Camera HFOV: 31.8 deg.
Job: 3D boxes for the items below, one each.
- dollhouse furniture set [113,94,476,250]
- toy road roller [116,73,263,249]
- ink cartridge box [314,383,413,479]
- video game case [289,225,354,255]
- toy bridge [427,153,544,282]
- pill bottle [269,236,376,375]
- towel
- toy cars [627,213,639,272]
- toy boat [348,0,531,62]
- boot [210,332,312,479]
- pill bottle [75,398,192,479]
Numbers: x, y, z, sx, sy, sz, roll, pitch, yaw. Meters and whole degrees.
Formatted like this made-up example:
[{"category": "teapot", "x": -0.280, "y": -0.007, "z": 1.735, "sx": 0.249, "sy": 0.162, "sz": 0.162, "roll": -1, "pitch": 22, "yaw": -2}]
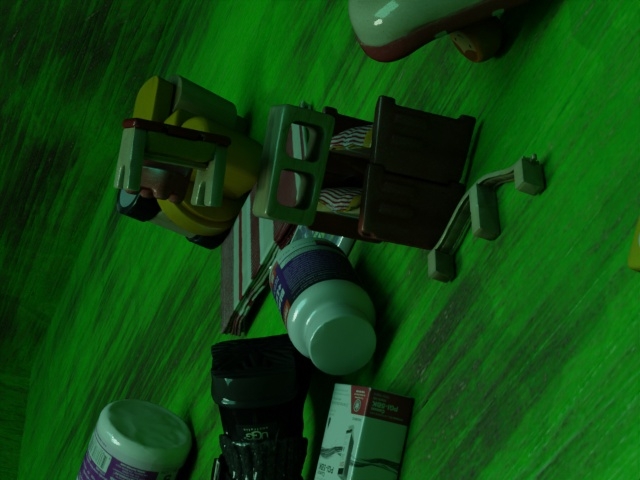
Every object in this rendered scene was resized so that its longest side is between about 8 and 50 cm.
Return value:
[{"category": "dollhouse furniture set", "x": -0.042, "y": -0.096, "z": 1.238, "sx": 0.201, "sy": 0.374, "sz": 0.152, "roll": -172, "pitch": 92, "yaw": -69}, {"category": "toy road roller", "x": -0.205, "y": -0.162, "z": 1.999, "sx": 0.240, "sy": 0.202, "sz": 0.329, "roll": -29, "pitch": 47, "yaw": 43}, {"category": "ink cartridge box", "x": 0.044, "y": 0.229, "z": 1.222, "sx": 0.099, "sy": 0.056, "sz": 0.135, "roll": -12, "pitch": 64, "yaw": 67}, {"category": "video game case", "x": 0.000, "y": 0.000, "z": 1.562, "sx": 0.173, "sy": 0.022, "sz": 0.190, "roll": -109, "pitch": 39, "yaw": -57}, {"category": "toy bridge", "x": 0.165, "y": -0.031, "z": 1.136, "sx": 0.188, "sy": 0.026, "sz": 0.063, "roll": 129, "pitch": 151, "yaw": -47}, {"category": "pill bottle", "x": 0.006, "y": 0.081, "z": 1.358, "sx": 0.193, "sy": 0.108, "sz": 0.108, "roll": -118, "pitch": 47, "yaw": -63}, {"category": "towel", "x": -0.083, "y": -0.033, "z": 1.795, "sx": 0.329, "sy": 0.037, "sz": 0.237, "roll": -59, "pitch": 23, "yaw": 33}, {"category": "toy cars", "x": 0.271, "y": 0.058, "z": 0.694, "sx": 0.393, "sy": 0.087, "sz": 0.176, "roll": -97, "pitch": 29, "yaw": -47}, {"category": "toy boat", "x": 0.149, "y": -0.251, "z": 1.190, "sx": 0.231, "sy": 0.151, "sz": 0.151, "roll": -20, "pitch": 42, "yaw": 13}, {"category": "boot", "x": -0.070, "y": 0.260, "z": 1.405, "sx": 0.348, "sy": 0.131, "sz": 0.260, "roll": -56, "pitch": -40, "yaw": -81}, {"category": "pill bottle", "x": -0.344, "y": 0.441, "z": 1.939, "sx": 0.169, "sy": 0.169, "sz": 0.301, "roll": -118, "pitch": 47, "yaw": -63}]
